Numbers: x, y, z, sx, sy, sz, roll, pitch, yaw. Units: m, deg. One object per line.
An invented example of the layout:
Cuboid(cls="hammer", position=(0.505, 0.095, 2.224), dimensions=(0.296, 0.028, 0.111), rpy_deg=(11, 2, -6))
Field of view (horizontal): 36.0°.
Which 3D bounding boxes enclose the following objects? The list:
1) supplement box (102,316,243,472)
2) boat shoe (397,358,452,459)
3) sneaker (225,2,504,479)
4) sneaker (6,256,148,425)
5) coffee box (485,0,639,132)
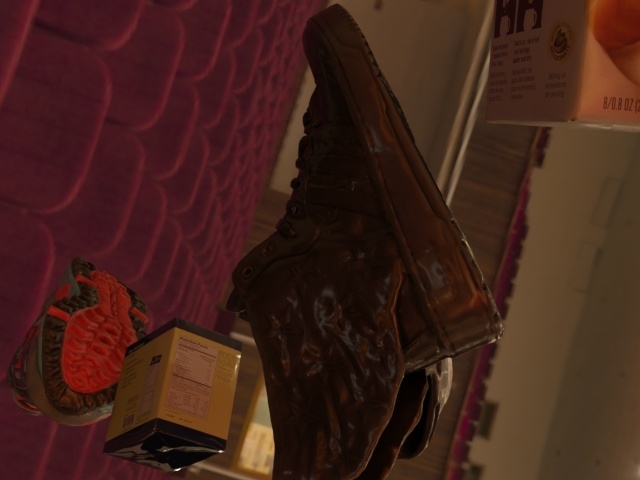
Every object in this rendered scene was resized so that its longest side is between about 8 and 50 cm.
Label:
Cuboid(cls="supplement box", position=(-0.105, 0.111, 0.702), dimensions=(0.083, 0.056, 0.083), rpy_deg=(-31, -137, 47))
Cuboid(cls="boat shoe", position=(0.042, 0.066, 0.623), dimensions=(0.228, 0.080, 0.076), rpy_deg=(80, 20, -50))
Cuboid(cls="sneaker", position=(0.001, 0.001, 0.338), dimensions=(0.170, 0.089, 0.051), rpy_deg=(67, 10, 26))
Cuboid(cls="sneaker", position=(-0.211, 0.112, 0.846), dimensions=(0.125, 0.104, 0.262), rpy_deg=(-54, -167, 7))
Cuboid(cls="coffee box", position=(0.165, -0.172, 0.448), dimensions=(0.098, 0.141, 0.246), rpy_deg=(-153, -114, -76))
